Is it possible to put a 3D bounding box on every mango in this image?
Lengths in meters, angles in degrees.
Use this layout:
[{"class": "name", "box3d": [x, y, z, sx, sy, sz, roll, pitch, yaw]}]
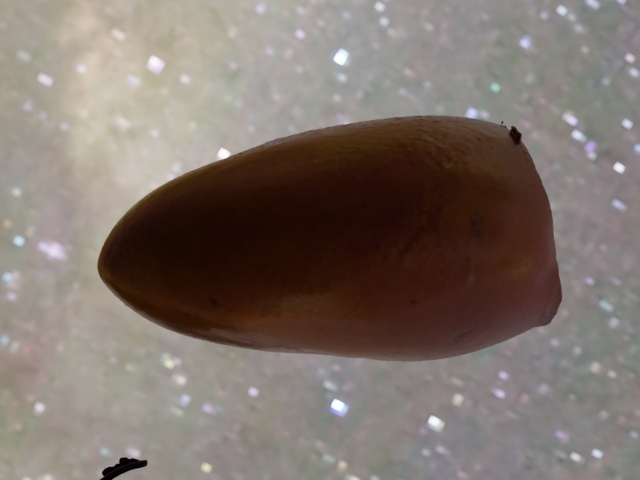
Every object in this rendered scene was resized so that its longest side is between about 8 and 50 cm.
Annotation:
[{"class": "mango", "box3d": [0.000, 0.000, 1.124, 0.187, 0.257, 0.138, -131, -145, -58]}]

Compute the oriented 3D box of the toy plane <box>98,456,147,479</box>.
[{"class": "toy plane", "box3d": [-0.177, 0.297, 1.424, 0.381, 0.155, 0.106, -36, -151, -2]}]
